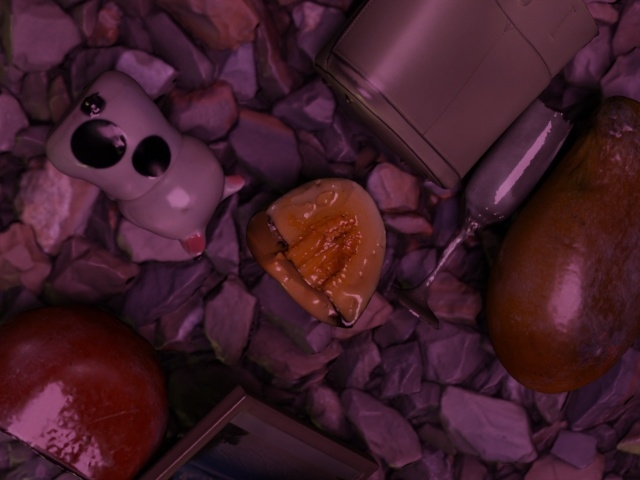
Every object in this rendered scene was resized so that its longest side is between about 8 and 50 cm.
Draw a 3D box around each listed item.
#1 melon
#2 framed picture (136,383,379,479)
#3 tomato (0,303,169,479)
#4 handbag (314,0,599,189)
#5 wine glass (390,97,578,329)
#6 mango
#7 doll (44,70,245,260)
[{"bbox_3d":[0.000,0.000,1.262,0.128,0.079,0.160,-43,114,-15],"label":"melon"},{"bbox_3d":[-0.088,0.269,1.280,0.232,0.024,0.315,-43,147,5],"label":"framed picture"},{"bbox_3d":[-0.237,0.143,1.220,0.214,0.181,0.155,40,79,-31],"label":"tomato"},{"bbox_3d":[0.156,-0.219,1.202,0.315,0.109,0.241,-50,130,-1],"label":"handbag"},{"bbox_3d":[0.170,-0.035,1.289,0.074,0.074,0.262,32,99,-22],"label":"wine glass"},{"bbox_3d":[0.275,0.007,1.289,0.193,0.146,0.316,11,99,-37],"label":"mango"},{"bbox_3d":[-0.169,-0.076,1.172,0.181,0.107,0.110,42,75,-30],"label":"doll"}]
